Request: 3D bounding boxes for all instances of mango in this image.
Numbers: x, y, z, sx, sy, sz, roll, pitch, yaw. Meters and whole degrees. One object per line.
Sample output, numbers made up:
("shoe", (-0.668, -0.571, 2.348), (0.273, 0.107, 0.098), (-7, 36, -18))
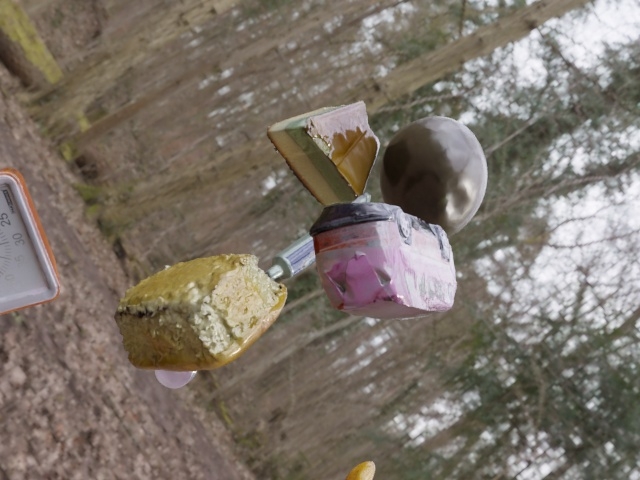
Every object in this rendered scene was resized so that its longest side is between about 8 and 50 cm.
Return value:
("mango", (0.081, 0.489, 1.732), (0.046, 0.089, 0.060), (46, -11, -24))

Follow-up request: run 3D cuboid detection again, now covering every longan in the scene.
("longan", (0.221, -0.128, 1.673), (0.246, 0.215, 0.246), (156, -90, -89))

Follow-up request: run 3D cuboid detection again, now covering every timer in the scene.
("timer", (-0.644, 0.011, 1.579), (0.161, 0.249, 0.258), (-142, -145, -66))

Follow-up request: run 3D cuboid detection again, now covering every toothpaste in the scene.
("toothpaste", (-0.229, 0.198, 1.442), (0.066, 0.100, 0.323), (26, -3, -2))
("toothpaste", (0.001, 0.001, 1.529), (0.047, 0.268, 0.069), (-6, -67, 52))

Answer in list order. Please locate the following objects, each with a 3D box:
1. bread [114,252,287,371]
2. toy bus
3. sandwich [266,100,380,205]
("bread", (-0.169, 0.096, 1.147), (0.245, 0.174, 0.121), (-13, -71, 45))
("toy bus", (0.098, 0.037, 1.216), (0.302, 0.127, 0.147), (15, 66, -64))
("sandwich", (0.012, -0.204, 1.643), (0.108, 0.186, 0.220), (-7, -40, 35))
